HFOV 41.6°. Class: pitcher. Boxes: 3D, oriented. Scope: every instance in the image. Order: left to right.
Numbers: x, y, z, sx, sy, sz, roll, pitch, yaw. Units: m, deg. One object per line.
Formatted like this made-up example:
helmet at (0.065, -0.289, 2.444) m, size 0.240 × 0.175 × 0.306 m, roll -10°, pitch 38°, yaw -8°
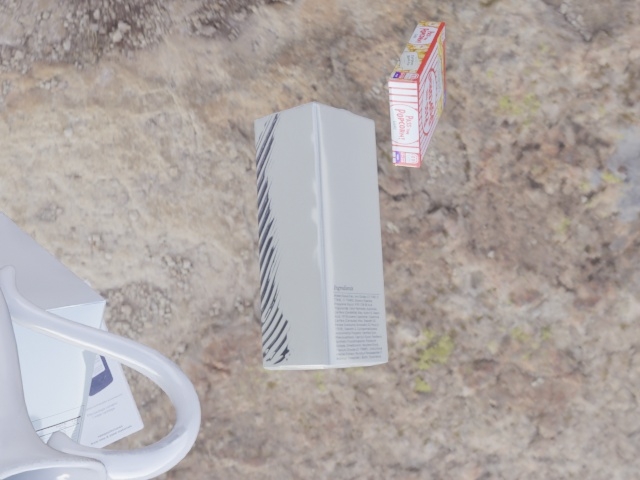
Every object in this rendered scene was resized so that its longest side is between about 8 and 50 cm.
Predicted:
pitcher at (-0.173, 0.055, 0.391) m, size 0.177 × 0.207 × 0.125 m, roll -21°, pitch 147°, yaw -42°

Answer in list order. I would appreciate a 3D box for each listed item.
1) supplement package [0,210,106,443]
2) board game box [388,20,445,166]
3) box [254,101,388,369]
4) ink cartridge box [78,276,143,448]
supplement package at (-0.284, 0.099, 0.619) m, size 0.149 × 0.194 × 0.203 m, roll -8°, pitch 122°, yaw -47°
board game box at (0.151, -0.227, 1.292) m, size 0.045 × 0.193 × 0.147 m, roll 8°, pitch 132°, yaw 18°
box at (0.000, 0.000, 0.912) m, size 0.113 × 0.094 × 0.275 m, roll 9°, pitch 76°, yaw -50°
ink cartridge box at (-0.371, 0.183, 1.288) m, size 0.100 × 0.172 × 0.237 m, roll -22°, pitch 100°, yaw -24°
